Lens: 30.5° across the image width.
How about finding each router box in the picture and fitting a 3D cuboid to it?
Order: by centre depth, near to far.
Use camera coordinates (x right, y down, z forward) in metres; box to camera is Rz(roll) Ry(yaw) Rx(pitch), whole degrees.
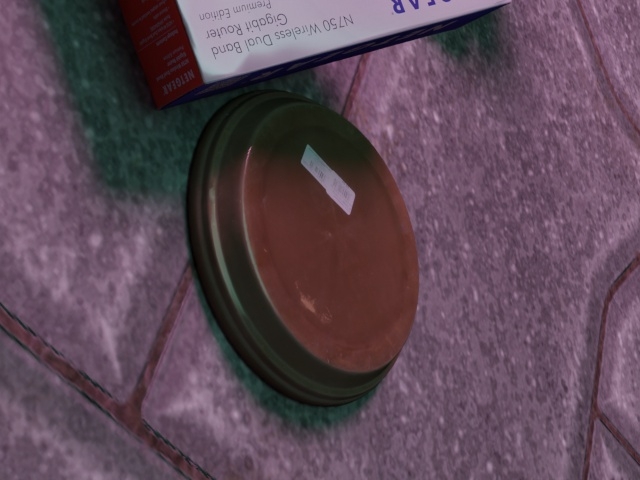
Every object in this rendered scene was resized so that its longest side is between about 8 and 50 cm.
[{"bbox_3d":[-0.027,-0.294,0.961,0.335,0.082,0.301,-22,93,-35],"label":"router box"}]

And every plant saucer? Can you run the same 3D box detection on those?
[{"bbox_3d":[0.000,0.000,0.994,0.278,0.041,0.278,24,57,-44],"label":"plant saucer"}]
